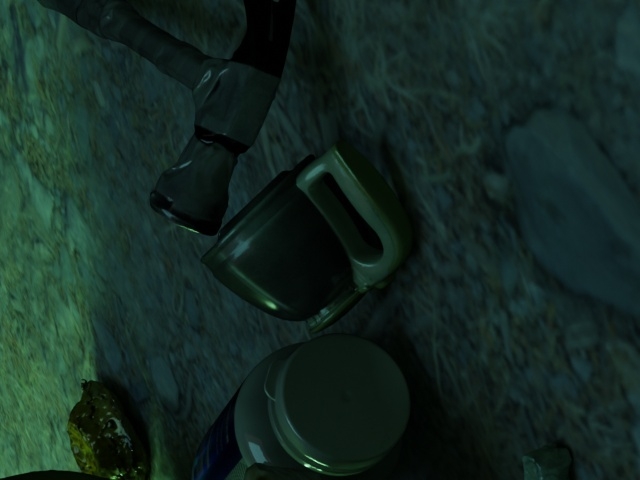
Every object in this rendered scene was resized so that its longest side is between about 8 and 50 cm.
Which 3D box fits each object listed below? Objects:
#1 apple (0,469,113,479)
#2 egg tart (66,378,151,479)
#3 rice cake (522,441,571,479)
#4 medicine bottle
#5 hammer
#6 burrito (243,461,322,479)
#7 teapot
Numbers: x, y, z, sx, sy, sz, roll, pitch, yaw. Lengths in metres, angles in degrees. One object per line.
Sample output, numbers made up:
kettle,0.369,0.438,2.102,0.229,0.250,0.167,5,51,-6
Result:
apple,-0.223,0.363,1.313,0.357,0.357,0.357,44,145,43
egg tart,-0.206,0.191,1.486,0.130,0.052,0.130,49,151,40
rice cake,0.123,0.162,0.836,0.021,0.022,0.121,31,134,52
medicine bottle,-0.012,0.128,0.982,0.107,0.107,0.191,63,154,15
hammer,-0.130,-0.133,1.044,0.427,0.044,0.152,33,101,58
burrito,0.016,0.276,0.886,0.190,0.135,0.332,-35,92,27
teapot,-0.006,0.006,0.908,0.091,0.092,0.124,45,164,-4
